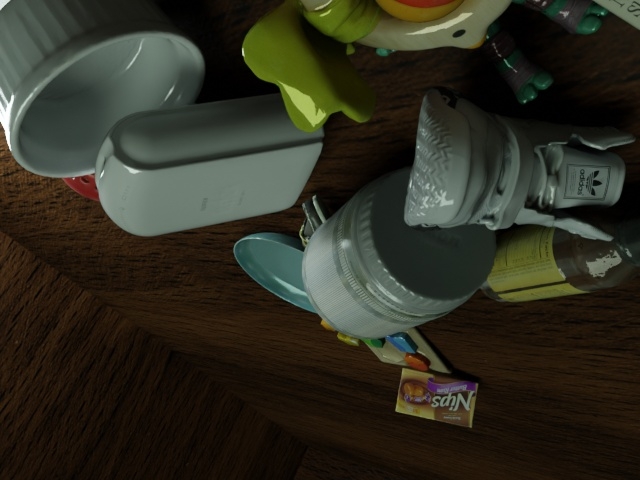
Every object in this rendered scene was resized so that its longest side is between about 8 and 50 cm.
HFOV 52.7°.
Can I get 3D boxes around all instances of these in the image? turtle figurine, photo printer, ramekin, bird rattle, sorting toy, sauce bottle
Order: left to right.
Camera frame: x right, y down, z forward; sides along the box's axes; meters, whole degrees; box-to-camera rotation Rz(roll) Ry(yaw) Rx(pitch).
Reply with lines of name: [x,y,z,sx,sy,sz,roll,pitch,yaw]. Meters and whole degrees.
ramekin: [-0.306,-0.221,0.863,0.135,0.277,0.277,54,159,13]
photo printer: [-0.170,-0.104,0.953,0.308,0.107,0.256,-12,163,-20]
bird rattle: [0.038,-0.204,0.436,0.207,0.143,0.253,1,147,-2]
sorting toy: [0.150,0.262,1.616,0.307,0.041,0.229,0,144,45]
turtle figurine: [0.134,-0.235,0.581,0.234,0.118,0.175,29,131,-19]
sauce bottle: [0.337,0.016,0.841,0.111,0.111,0.344,34,161,-14]

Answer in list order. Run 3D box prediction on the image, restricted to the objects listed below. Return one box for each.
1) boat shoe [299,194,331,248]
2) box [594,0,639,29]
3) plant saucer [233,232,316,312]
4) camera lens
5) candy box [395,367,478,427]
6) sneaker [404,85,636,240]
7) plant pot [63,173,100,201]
boat shoe: [0.000,0.000,1.192,0.069,0.081,0.227,-16,145,7]
box: [0.345,-0.185,0.492,0.275,0.094,0.113,29,155,-4]
plant saucer: [-0.044,0.073,1.446,0.318,0.043,0.317,22,155,11]
camera lens: [0.107,0.027,0.991,0.219,0.219,0.274,31,155,-9]
candy box: [0.286,0.385,1.590,0.187,0.109,0.053,10,171,11]
sneaker: [0.211,-0.074,0.666,0.210,0.137,0.366,10,-169,15]
plant pot: [-0.348,-0.185,1.088,0.191,0.191,0.174,29,146,-4]
